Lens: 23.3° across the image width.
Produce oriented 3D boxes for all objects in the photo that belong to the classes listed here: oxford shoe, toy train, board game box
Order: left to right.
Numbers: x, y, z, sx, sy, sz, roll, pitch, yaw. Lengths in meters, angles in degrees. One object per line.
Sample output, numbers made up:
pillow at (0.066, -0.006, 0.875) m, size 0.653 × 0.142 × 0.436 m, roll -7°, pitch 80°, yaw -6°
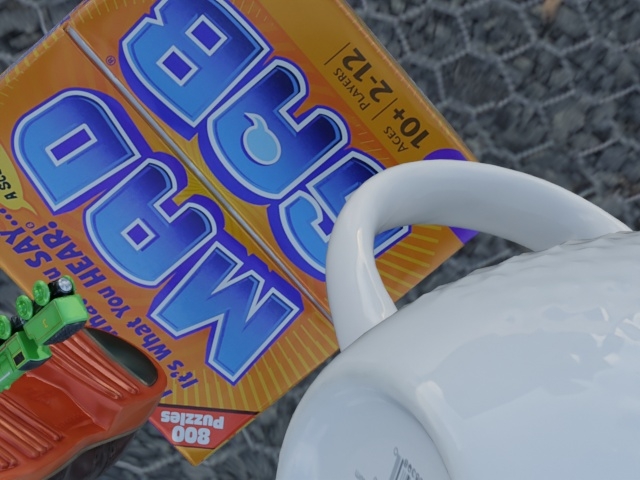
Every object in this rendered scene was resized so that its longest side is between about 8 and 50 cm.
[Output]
oxford shoe at (-0.173, 0.117, 0.778) m, size 0.097 × 0.271 × 0.098 m, roll 34°, pitch 109°, yaw 20°
toy train at (-0.114, 0.039, 0.584) m, size 0.017 × 0.083 × 0.023 m, roll -12°, pitch 71°, yaw -47°
board game box at (-0.096, -0.087, 1.436) m, size 0.356 × 0.356 × 0.356 m, roll -40°, pitch 103°, yaw 7°

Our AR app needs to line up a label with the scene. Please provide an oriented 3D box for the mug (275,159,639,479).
mug at (0.139, 0.096, 0.779) m, size 0.328 × 0.276 × 0.374 m, roll -2°, pitch 46°, yaw -32°
